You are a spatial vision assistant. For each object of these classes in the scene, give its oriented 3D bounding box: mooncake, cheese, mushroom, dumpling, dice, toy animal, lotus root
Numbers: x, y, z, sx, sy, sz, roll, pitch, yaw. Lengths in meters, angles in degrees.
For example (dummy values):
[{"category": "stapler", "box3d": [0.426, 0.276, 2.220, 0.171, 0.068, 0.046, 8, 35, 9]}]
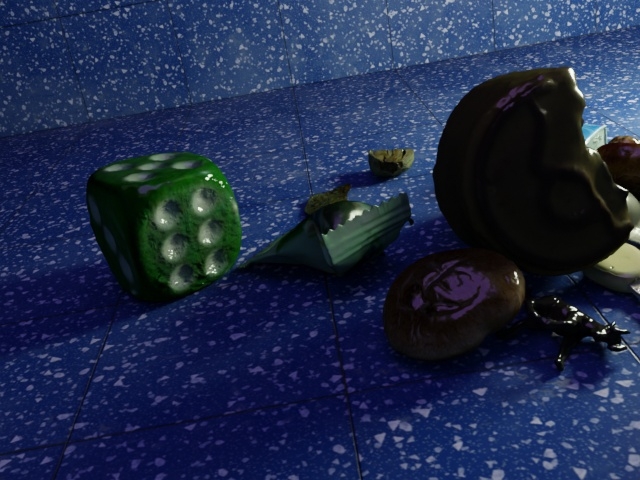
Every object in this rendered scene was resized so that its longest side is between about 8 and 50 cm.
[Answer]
[{"category": "mooncake", "box3d": [0.442, -0.134, 1.470, 0.394, 0.393, 0.246, 23, 1, -14]}, {"category": "cheese", "box3d": [0.608, 0.077, 1.433, 0.127, 0.050, 0.255, -11, 24, -2]}, {"category": "mushroom", "box3d": [0.240, 0.115, 1.372, 0.278, 0.146, 0.278, -20, 31, 12]}, {"category": "dumpling", "box3d": [0.623, -0.064, 1.646, 0.163, 0.132, 0.250, -11, 38, -24]}, {"category": "dice", "box3d": [-0.381, -0.043, 1.780, 0.287, 0.297, 0.300, -21, 26, -31]}, {"category": "toy animal", "box3d": [0.432, 0.155, 1.322, 0.148, 0.084, 0.233, -10, 20, -29]}, {"category": "mushroom", "box3d": [0.758, -0.165, 1.743, 0.253, 0.153, 0.253, 13, 9, -2]}, {"category": "lotus root", "box3d": [0.213, -0.230, 2.228, 0.143, 0.070, 0.144, 0, 22, 8]}]

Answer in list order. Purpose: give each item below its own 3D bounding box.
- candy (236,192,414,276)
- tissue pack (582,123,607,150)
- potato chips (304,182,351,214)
[{"category": "candy", "box3d": [-0.003, -0.006, 1.725, 0.263, 0.171, 0.398, -24, 15, -38]}, {"category": "tissue pack", "box3d": [0.618, -0.236, 1.993, 0.264, 0.146, 0.198, 12, 33, 38]}, {"category": "potato chips", "box3d": [0.027, -0.115, 2.105, 0.209, 0.026, 0.142, -29, 33, -36]}]
